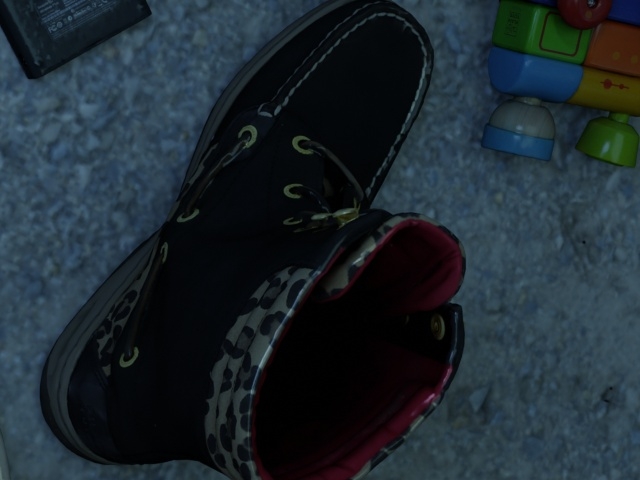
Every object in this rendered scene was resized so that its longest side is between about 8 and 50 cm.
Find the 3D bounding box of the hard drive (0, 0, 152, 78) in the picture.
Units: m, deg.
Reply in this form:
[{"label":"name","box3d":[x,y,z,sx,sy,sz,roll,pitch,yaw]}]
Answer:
[{"label":"hard drive","box3d":[-0.179,-0.186,1.278,0.094,0.022,0.135,-33,108,-22]}]

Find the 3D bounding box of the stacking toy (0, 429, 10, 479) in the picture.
[{"label":"stacking toy","box3d":[-0.259,0.187,1.002,0.350,0.480,0.351,-2,95,-28]}]

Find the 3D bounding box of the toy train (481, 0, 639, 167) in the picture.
[{"label":"toy train","box3d":[0.234,-0.118,1.466,0.248,0.105,0.143,9,100,-29]}]

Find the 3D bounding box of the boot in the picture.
[{"label":"boot","box3d":[0.000,0.000,1.237,0.138,0.284,0.377,46,74,-23]}]
